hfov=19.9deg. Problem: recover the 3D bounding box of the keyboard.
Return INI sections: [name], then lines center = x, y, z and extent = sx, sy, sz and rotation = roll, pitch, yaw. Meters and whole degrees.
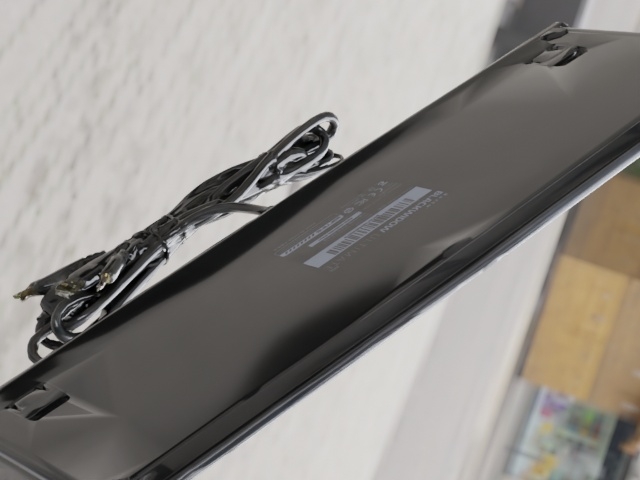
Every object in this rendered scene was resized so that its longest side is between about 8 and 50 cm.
[keyboard]
center = 0.000, 0.000, 0.698
extent = 0.317, 0.201, 0.033
rotation = -33, 116, -25
